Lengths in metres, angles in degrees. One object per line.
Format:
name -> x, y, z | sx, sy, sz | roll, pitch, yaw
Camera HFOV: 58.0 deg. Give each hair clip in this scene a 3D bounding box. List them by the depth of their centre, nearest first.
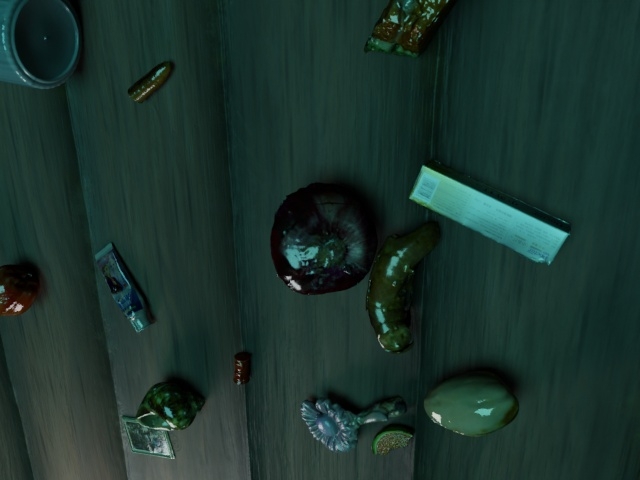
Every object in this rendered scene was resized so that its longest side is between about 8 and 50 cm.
hair clip -> 0.078, 0.464, 1.487 | 0.300, 0.069, 0.173 | -24, 98, 30

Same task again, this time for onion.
onion -> 0.000, 0.000, 1.278 | 0.252, 0.219, 0.252 | -2, 98, -18

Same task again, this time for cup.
cup -> -0.773, -0.542, 1.431 | 0.311, 0.331, 0.256 | 16, 149, 17

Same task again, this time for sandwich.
sandwich -> 0.195, -0.440, 1.023 | 0.109, 0.212, 0.292 | 32, 107, -6
sandwich -> 0.180, 0.508, 1.479 | 0.067, 0.029, 0.135 | 47, 120, -4

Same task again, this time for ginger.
ginger -> 0.169, 0.100, 1.288 | 0.133, 0.107, 0.309 | 20, 113, 33

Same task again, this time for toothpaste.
toothpaste -> 0.339, -0.059, 1.167 | 0.313, 0.071, 0.089 | 28, 116, 13
toothpaste -> -0.576, 0.141, 1.686 | 0.096, 0.061, 0.266 | -30, 88, 32

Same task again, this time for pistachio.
pistachio -> 0.338, 0.366, 1.288 | 0.215, 0.144, 0.143 | -23, 98, 40

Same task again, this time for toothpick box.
toothpick box -> -0.218, 0.352, 1.596 | 0.047, 0.047, 0.083 | 13, 114, 20

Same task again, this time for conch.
conch -> -0.446, 0.500, 1.722 | 0.182, 0.124, 0.187 | 17, 139, 9

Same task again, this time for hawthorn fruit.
hawthorn fruit -> -0.957, 0.146, 1.805 | 0.194, 0.157, 0.157 | -36, 92, 25

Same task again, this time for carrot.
carrot -> -0.410, -0.388, 1.406 | 0.139, 0.048, 0.048 | -28, 96, 29

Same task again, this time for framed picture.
framed picture -> -0.568, 0.649, 1.894 | 0.183, 0.011, 0.141 | -2, 108, 26
